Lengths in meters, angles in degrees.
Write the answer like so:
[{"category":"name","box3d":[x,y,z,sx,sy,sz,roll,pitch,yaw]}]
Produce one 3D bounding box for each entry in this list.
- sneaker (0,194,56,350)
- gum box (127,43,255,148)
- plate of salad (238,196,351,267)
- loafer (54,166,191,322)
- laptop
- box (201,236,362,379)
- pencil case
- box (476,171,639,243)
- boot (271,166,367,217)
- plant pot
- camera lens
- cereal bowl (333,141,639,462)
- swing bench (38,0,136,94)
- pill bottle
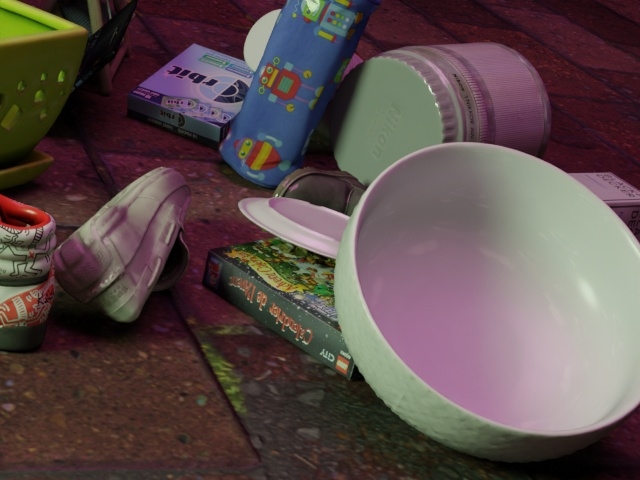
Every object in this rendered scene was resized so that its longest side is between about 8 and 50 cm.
[{"category":"sneaker","box3d":[-0.377,0.012,1.275,0.270,0.145,0.090,8,22,-13]},{"category":"gum box","box3d":[-0.169,-0.215,2.043,0.157,0.041,0.184,22,40,18]},{"category":"plate of salad","box3d":[0.000,0.000,1.545,0.200,0.048,0.200,20,13,-5]},{"category":"loafer","box3d":[-0.194,0.005,1.488,0.111,0.112,0.319,49,20,-7]},{"category":"laptop","box3d":[-0.403,-0.261,1.917,0.136,0.264,0.234,46,19,-21]},{"category":"box","box3d":[0.007,0.065,1.514,0.233,0.044,0.159,30,26,36]},{"category":"pencil case","box3d":[-0.030,-0.217,1.861,0.119,0.306,0.133,30,18,12]},{"category":"box","box3d":[0.245,0.012,1.625,0.290,0.169,0.087,-2,26,-36]},{"category":"boot","box3d":[0.065,-0.021,1.747,0.208,0.076,0.190,35,31,29]},{"category":"plant pot","box3d":[-0.434,-0.172,1.614,0.227,0.207,0.228,23,23,23]},{"category":"camera lens","box3d":[0.174,-0.165,1.947,0.219,0.219,0.274,30,26,35]},{"category":"cereal bowl","box3d":[0.165,0.074,1.377,0.339,0.141,0.339,11,52,-14]},{"category":"swing bench","box3d":[-0.364,-0.391,2.132,0.165,0.254,0.253,11,22,-6]},{"category":"pill bottle","box3d":[-0.006,-0.241,2.031,0.131,0.131,0.229,32,0,39]}]
